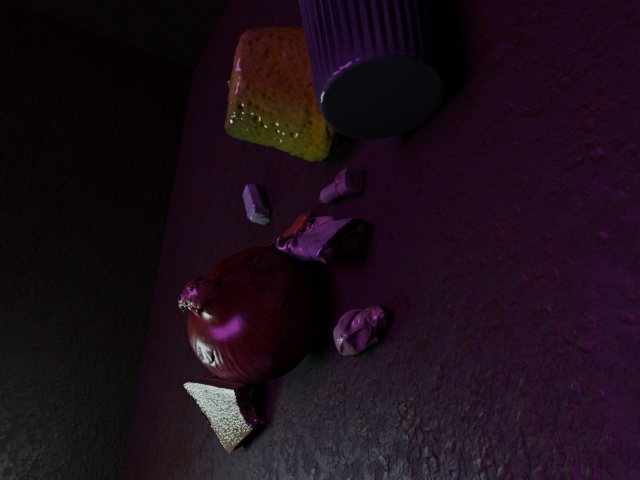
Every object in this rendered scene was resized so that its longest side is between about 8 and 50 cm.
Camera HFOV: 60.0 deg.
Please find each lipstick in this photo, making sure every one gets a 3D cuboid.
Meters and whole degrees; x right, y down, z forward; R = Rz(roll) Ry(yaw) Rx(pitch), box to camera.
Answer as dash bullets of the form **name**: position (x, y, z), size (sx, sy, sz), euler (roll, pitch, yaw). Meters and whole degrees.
- **lipstick**: position (0.038, -0.125, 1.383), size (0.186, 0.057, 0.063), euler (-27, 53, 61)

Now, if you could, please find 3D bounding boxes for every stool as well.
- **stool**: position (0.110, -0.413, 1.142), size (0.297, 0.297, 0.330), euler (-42, 46, 49)

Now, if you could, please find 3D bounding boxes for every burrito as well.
- **burrito**: position (0.000, 0.000, 1.294), size (0.144, 0.089, 0.228), euler (-37, 21, -24)

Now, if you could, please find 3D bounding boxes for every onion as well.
- **onion**: position (-0.164, 0.176, 1.365), size (0.353, 0.353, 0.354), euler (-40, 42, 50)

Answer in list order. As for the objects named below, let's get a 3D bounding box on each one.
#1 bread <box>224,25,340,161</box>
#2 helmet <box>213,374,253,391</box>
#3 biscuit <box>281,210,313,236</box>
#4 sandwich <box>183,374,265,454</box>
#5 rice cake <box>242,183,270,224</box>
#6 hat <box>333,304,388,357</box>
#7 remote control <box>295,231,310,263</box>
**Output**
- **bread**: position (-0.089, -0.389, 1.456), size (0.348, 0.307, 0.349), euler (-173, 90, -84)
- **helmet**: position (-0.245, 0.376, 1.621), size (0.176, 0.107, 0.153), euler (-9, 98, 45)
- **biscuit**: position (-0.069, -0.033, 1.532), size (0.130, 0.019, 0.102), euler (-42, 15, 21)
- **sandwich**: position (-0.265, 0.447, 1.556), size (0.245, 0.063, 0.212), euler (50, 130, 15)
- **rice cake**: position (-0.222, -0.127, 1.897), size (0.063, 0.069, 0.206), euler (-63, 29, 24)
- **hat**: position (0.067, 0.178, 1.144), size (0.166, 0.081, 0.123), euler (-165, 92, -75)
- **remote control**: position (-0.024, 0.019, 1.442), size (0.256, 0.045, 0.098), euler (-13, 58, 59)
